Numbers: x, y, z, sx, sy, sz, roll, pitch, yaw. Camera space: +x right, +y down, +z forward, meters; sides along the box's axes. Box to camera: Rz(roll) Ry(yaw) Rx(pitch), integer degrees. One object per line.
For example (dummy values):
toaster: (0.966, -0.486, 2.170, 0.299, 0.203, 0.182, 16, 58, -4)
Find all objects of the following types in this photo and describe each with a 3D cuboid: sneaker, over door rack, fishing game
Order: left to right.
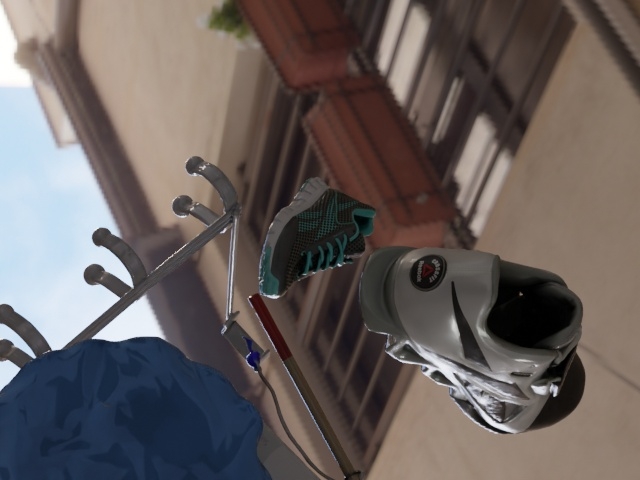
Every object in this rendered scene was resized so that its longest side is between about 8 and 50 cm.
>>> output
fishing game: (-0.111, 0.147, 0.889, 0.264, 0.041, 0.189, -27, -99, -24)
over door rack: (-0.177, 0.081, 1.454, 0.239, 0.324, 0.108, -40, -117, -20)
sneaker: (0.000, 0.000, 1.341, 0.076, 0.065, 0.166, 18, -144, 13)
sneaker: (0.183, 0.094, 1.381, 0.146, 0.330, 0.122, -7, -113, 35)

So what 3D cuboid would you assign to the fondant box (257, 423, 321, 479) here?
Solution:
fondant box: (-0.092, 0.283, 0.929, 0.238, 0.096, 0.330, 46, -123, -7)
